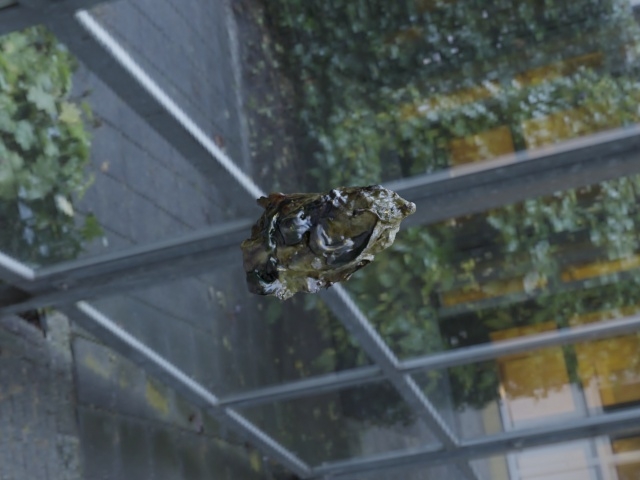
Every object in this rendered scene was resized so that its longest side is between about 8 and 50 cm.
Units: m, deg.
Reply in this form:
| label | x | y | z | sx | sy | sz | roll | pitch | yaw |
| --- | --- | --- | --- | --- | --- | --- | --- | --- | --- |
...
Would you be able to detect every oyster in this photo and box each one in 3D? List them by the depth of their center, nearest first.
| label | x | y | z | sx | sy | sz | roll | pitch | yaw |
| --- | --- | --- | --- | --- | --- | --- | --- | --- | --- |
| oyster | 0.011 | 0.001 | 2.010 | 0.096 | 0.361 | 0.221 | 9 | 77 | -76 |
